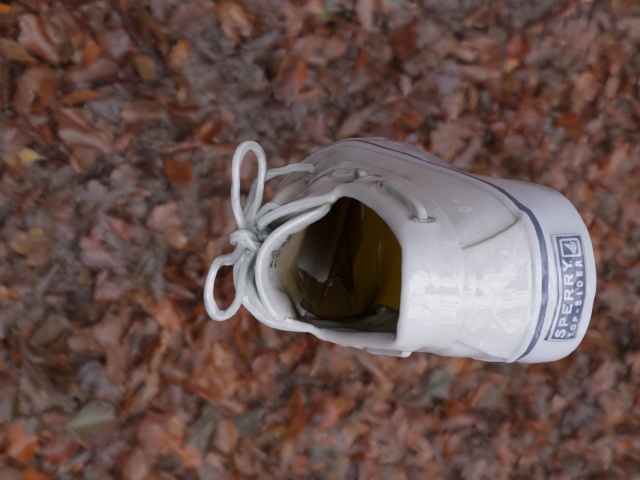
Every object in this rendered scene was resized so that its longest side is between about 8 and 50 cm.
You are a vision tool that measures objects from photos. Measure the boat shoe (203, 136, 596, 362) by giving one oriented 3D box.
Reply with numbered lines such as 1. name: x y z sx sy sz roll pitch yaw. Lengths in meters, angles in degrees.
1. boat shoe: 0.000 0.009 0.712 0.157 0.367 0.135 -1 100 -22
